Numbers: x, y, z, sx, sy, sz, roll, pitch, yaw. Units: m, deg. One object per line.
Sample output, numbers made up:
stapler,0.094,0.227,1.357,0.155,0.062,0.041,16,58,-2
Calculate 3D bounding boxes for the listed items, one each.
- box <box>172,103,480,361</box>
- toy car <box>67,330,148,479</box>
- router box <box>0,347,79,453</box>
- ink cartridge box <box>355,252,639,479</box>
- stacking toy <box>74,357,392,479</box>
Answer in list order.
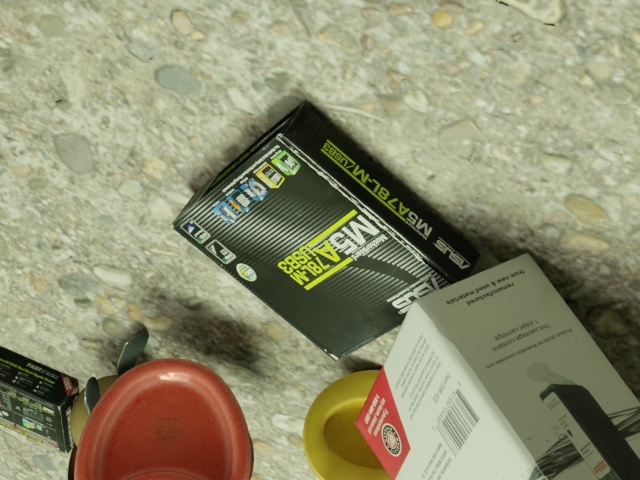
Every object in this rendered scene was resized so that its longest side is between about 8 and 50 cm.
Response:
box,0.000,0.000,1.296,0.184,0.045,0.191,42,143,-11
toy car,-0.179,0.182,1.564,0.149,0.155,0.188,14,128,22
router box,-0.309,0.162,1.712,0.122,0.038,0.092,22,142,13
ink cartridge box,0.161,0.180,1.229,0.273,0.114,0.197,57,151,24
stacking toy,-0.056,0.251,1.418,0.309,0.279,0.130,7,150,9
